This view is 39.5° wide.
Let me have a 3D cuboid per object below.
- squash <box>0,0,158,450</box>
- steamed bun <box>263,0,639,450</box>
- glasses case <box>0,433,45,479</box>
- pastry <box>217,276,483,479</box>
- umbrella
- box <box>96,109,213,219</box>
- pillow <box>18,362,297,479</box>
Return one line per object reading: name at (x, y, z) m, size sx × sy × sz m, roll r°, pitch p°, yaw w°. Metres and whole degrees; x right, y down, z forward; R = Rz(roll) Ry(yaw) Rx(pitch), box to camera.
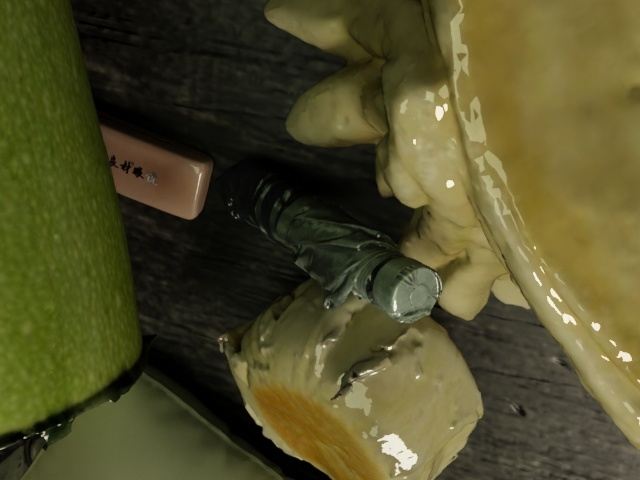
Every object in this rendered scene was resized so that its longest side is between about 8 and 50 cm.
squash at (-0.260, -0.071, 0.496) m, size 0.263 × 0.263 × 0.384 m, roll -7°, pitch 103°, yaw 21°
steamed bun at (0.110, -0.077, 0.450) m, size 0.247 × 0.189 × 0.428 m, roll -27°, pitch 103°, yaw 2°
glasses case at (-0.295, 0.278, 0.781) m, size 0.299 × 0.060 × 0.114 m, roll -39°, pitch 93°, yaw 28°
pastry at (0.020, 0.093, 0.560) m, size 0.166 × 0.088 × 0.166 m, roll 31°, pitch 147°, yaw 23°
umbrella at (0.000, 0.000, 0.518) m, size 0.188 × 0.046 × 0.050 m, roll 32°, pitch 124°, yaw 49°
box at (-0.130, -0.054, 0.607) m, size 0.115 × 0.025 × 0.048 m, roll 23°, pitch 116°, yaw 9°
pillow at (-0.144, 0.273, 0.621) m, size 0.255 × 0.120 × 0.322 m, roll 36°, pitch 81°, yaw 11°
